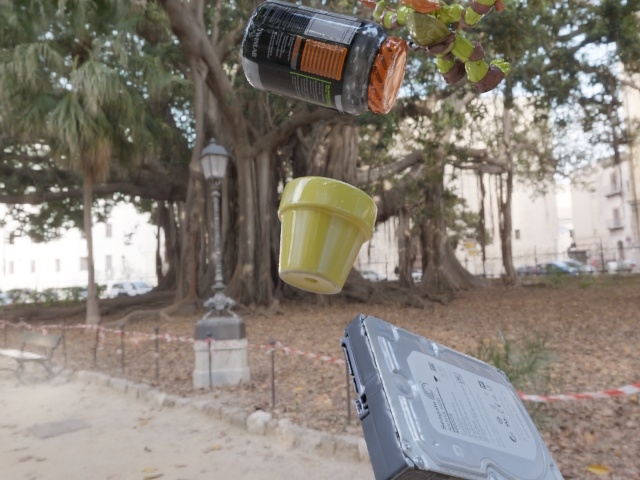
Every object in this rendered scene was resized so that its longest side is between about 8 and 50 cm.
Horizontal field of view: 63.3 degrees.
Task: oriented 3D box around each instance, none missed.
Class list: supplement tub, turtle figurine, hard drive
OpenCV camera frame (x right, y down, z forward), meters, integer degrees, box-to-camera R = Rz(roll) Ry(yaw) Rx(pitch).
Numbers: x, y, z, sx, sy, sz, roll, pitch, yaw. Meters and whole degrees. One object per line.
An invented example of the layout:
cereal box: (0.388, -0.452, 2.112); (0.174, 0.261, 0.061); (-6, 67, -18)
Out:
supplement tub: (0.007, -0.230, 0.664); (0.190, 0.117, 0.117); (20, 1, 16)
turtle figurine: (0.176, -0.289, 0.716); (0.269, 0.087, 0.217); (16, -11, 47)
hard drive: (0.193, 0.252, 0.742); (0.339, 0.237, 0.064); (25, -61, -28)

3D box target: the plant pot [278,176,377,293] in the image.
plant pot: (0.000, 0.000, 1.339); (0.254, 0.239, 0.254); (13, -20, 5)
